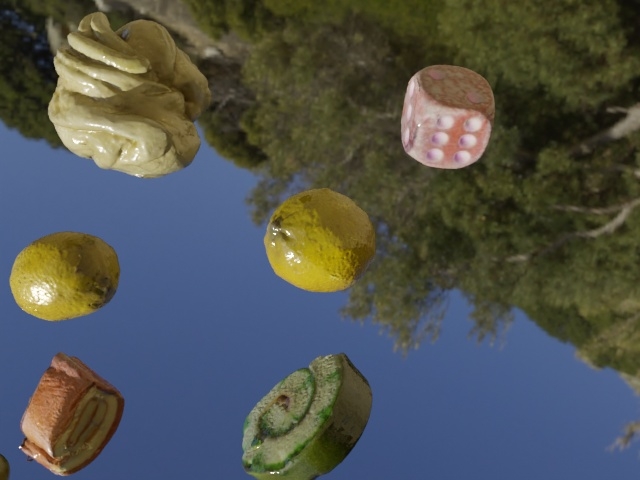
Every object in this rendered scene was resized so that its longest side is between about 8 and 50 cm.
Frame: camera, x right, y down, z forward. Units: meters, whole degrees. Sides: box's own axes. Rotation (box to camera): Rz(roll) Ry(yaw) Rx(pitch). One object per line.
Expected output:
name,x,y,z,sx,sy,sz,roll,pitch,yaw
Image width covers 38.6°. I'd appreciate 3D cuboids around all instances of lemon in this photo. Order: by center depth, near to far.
lemon,-0.232,0.032,0.819,0.110,0.082,0.082,-9,-166,23
lemon,0.000,0.000,1.684,0.231,0.192,0.192,18,-169,-43

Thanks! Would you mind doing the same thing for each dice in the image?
dice,0.148,-0.146,1.079,0.094,0.093,0.091,2,-135,-9

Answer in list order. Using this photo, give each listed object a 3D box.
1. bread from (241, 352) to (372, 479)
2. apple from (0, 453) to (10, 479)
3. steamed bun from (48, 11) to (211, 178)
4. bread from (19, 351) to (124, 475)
bread,-0.041,0.444,2.283,0.129,0.382,0.366,44,162,-22
apple,-0.563,0.389,1.516,0.089,0.090,0.075,9,-130,-4
steamed bun,-0.384,-0.309,1.852,0.324,0.230,0.372,13,-132,-8
bread,-0.541,0.388,1.977,0.123,0.244,0.190,19,168,35
